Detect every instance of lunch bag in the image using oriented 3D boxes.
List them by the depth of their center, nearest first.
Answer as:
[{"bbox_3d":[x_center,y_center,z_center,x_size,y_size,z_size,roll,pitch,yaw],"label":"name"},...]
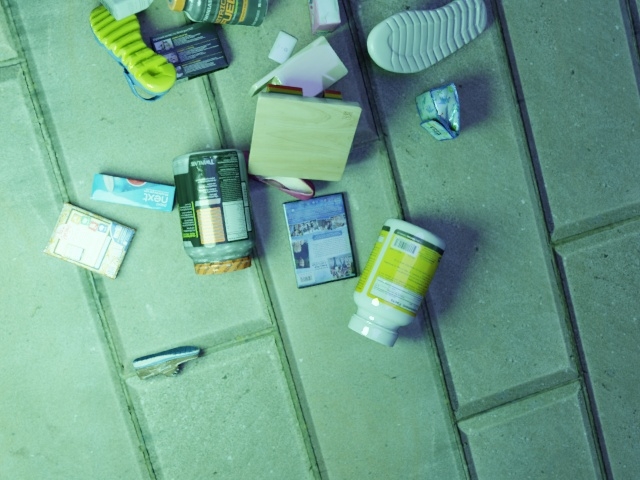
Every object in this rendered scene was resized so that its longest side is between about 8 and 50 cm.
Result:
[{"bbox_3d":[0.343,-0.361,1.853,0.096,0.129,0.151,-22,99,-8],"label":"lunch bag"}]

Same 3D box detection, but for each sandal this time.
[{"bbox_3d":[-0.496,-0.479,1.682,0.126,0.138,0.317,-30,77,-24],"label":"sandal"},{"bbox_3d":[0.302,-0.588,1.855,0.417,0.102,0.169,-22,112,-22],"label":"sandal"}]

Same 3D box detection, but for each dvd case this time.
[{"bbox_3d":[0.000,0.000,1.858,0.181,0.022,0.252,-11,95,-11],"label":"dvd case"}]

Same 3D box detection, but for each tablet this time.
[{"bbox_3d":[-0.106,-0.541,1.817,0.054,0.006,0.083,25,88,-12],"label":"tablet"}]

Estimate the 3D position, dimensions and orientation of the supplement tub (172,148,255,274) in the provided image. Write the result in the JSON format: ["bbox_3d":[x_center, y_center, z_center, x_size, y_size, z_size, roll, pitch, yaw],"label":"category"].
[{"bbox_3d":[-0.278,-0.075,1.712,0.194,0.193,0.315,-7,95,-11],"label":"supplement tub"}]

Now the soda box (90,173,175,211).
[{"bbox_3d":[-0.499,-0.127,1.729,0.210,0.067,0.071,9,91,-12],"label":"soda box"}]

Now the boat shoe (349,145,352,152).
[{"bbox_3d":[-0.026,-0.276,1.817,0.228,0.068,0.081,0,133,-7],"label":"boat shoe"}]

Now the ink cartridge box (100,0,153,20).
[{"bbox_3d":[-0.485,-0.693,1.685,0.232,0.066,0.189,-33,73,-28],"label":"ink cartridge box"}]

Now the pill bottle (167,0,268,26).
[{"bbox_3d":[-0.271,-0.635,1.686,0.246,0.130,0.130,-4,94,-27],"label":"pill bottle"}]

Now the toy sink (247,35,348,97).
[{"bbox_3d":[-0.063,-0.424,1.758,0.234,0.153,0.131,-37,100,-8],"label":"toy sink"}]

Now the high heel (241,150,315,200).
[{"bbox_3d":[-0.127,-0.180,1.774,0.244,0.117,0.082,33,87,-11],"label":"high heel"}]

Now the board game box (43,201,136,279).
[{"bbox_3d":[-0.613,0.001,1.723,0.194,0.045,0.146,23,88,-11],"label":"board game box"}]

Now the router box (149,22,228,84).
[{"bbox_3d":[-0.355,-0.508,1.748,0.179,0.046,0.133,-20,96,-10],"label":"router box"}]

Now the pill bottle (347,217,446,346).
[{"bbox_3d":[0.207,0.120,1.821,0.188,0.188,0.333,25,89,-11],"label":"pill bottle"}]

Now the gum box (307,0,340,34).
[{"bbox_3d":[0.001,-0.677,1.779,0.062,0.107,0.188,-10,95,-11],"label":"gum box"}]

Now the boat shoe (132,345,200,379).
[{"bbox_3d":[-0.417,0.338,1.775,0.183,0.066,0.066,-12,100,-1],"label":"boat shoe"}]

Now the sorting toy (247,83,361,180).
[{"bbox_3d":[-0.050,-0.285,1.686,0.257,0.255,0.089,3,49,-11],"label":"sorting toy"}]
